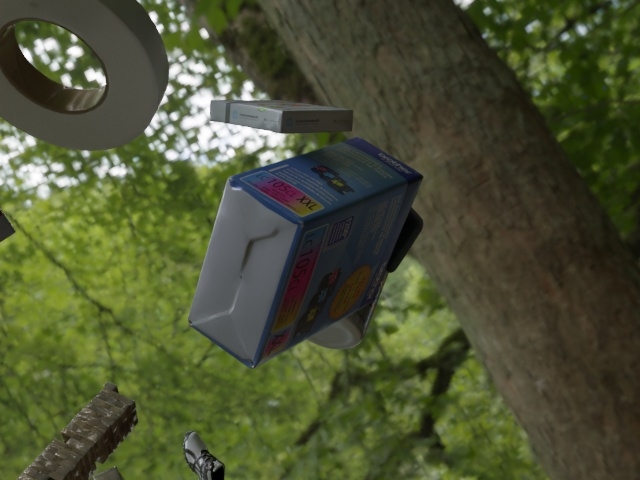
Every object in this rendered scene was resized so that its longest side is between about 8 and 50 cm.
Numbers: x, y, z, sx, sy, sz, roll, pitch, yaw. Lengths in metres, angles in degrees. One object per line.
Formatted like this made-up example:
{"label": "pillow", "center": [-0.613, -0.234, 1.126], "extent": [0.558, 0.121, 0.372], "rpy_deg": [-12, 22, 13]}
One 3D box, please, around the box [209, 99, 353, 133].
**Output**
{"label": "box", "center": [-0.064, -0.197, 1.409], "extent": [0.145, 0.038, 0.186], "rpy_deg": [-8, 18, -40]}

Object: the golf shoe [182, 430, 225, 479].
{"label": "golf shoe", "center": [-0.276, 0.555, 2.207], "extent": [0.094, 0.198, 0.077], "rpy_deg": [-35, -27, 25]}

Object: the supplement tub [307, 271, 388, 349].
{"label": "supplement tub", "center": [0.052, 0.065, 1.976], "extent": [0.193, 0.194, 0.316], "rpy_deg": [-46, 18, 57]}

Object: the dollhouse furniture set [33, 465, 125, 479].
{"label": "dollhouse furniture set", "center": [-0.417, 0.505, 1.457], "extent": [0.242, 0.161, 0.212], "rpy_deg": [-22, -40, -10]}

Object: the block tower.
{"label": "block tower", "center": [-0.537, 0.470, 1.982], "extent": [0.335, 0.097, 0.091], "rpy_deg": [-52, -26, -42]}

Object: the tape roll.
{"label": "tape roll", "center": [-0.460, -0.323, 1.566], "extent": [0.392, 0.392, 0.072], "rpy_deg": [-39, 25, 44]}

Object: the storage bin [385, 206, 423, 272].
{"label": "storage bin", "center": [0.129, -0.016, 1.841], "extent": [0.098, 0.091, 0.135], "rpy_deg": [43, -105, -41]}

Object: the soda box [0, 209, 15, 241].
{"label": "soda box", "center": [-0.563, -0.067, 1.385], "extent": [0.083, 0.092, 0.263], "rpy_deg": [-36, 35, -16]}

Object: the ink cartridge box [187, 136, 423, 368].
{"label": "ink cartridge box", "center": [0.000, 0.000, 1.411], "extent": [0.395, 0.151, 0.270], "rpy_deg": [-26, -37, -52]}
